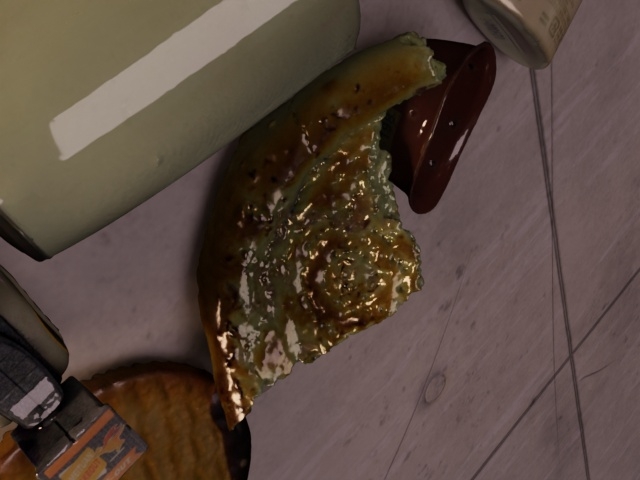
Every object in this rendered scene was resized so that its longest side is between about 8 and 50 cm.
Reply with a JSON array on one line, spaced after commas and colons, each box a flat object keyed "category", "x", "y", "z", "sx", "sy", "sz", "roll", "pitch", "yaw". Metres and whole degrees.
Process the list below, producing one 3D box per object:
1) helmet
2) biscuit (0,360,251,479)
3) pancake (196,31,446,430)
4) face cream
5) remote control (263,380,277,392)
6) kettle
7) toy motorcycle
[{"category": "helmet", "x": 0.087, "y": -0.119, "z": 0.744, "sx": 0.155, "sy": 0.106, "sz": 0.175, "roll": -48, "pitch": 152, "yaw": -36}, {"category": "biscuit", "x": -0.193, "y": 0.255, "z": 0.712, "sx": 0.317, "sy": 0.040, "sz": 0.318, "roll": -23, "pitch": 125, "yaw": -37}, {"category": "pancake", "x": -0.002, "y": 0.001, "z": 0.659, "sx": 0.054, "sy": 0.197, "sz": 0.377, "roll": -68, "pitch": 179, "yaw": -76}, {"category": "face cream", "x": 0.274, "y": -0.370, "z": 0.816, "sx": 0.173, "sy": 0.081, "sz": 0.349, "roll": 25, "pitch": 93, "yaw": -51}, {"category": "remote control", "x": -0.041, "y": 0.030, "z": 0.738, "sx": 0.077, "sy": 0.022, "sz": 0.245, "roll": 5, "pitch": 101, "yaw": -49}, {"category": "kettle", "x": -0.119, "y": -0.103, "z": 0.501, "sx": 0.255, "sy": 0.165, "sz": 0.240, "roll": -41, "pitch": 166, "yaw": -12}, {"category": "toy motorcycle", "x": -0.222, "y": 0.052, "z": 0.477, "sx": 0.091, "sy": 0.157, "sz": 0.263, "roll": -46, "pitch": 139, "yaw": -20}]
